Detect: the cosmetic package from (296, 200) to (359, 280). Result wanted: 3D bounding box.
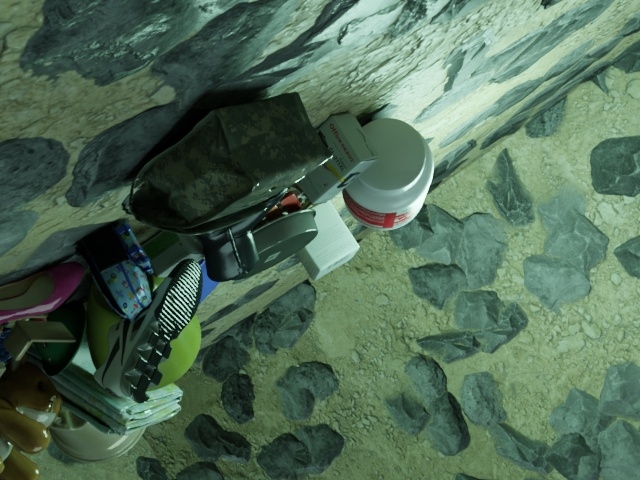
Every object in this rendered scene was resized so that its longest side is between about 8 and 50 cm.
[{"bbox_3d":[0.000,0.000,2.595,0.151,0.183,0.151,-30,170,-15],"label":"cosmetic package"}]

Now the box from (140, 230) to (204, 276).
[{"bbox_3d":[-0.331,0.022,1.898,0.101,0.087,0.102,-34,171,12],"label":"box"}]

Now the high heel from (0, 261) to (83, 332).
[{"bbox_3d":[-0.569,0.095,1.592,0.244,0.082,0.117,-29,155,-17],"label":"high heel"}]

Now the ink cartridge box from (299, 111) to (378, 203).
[{"bbox_3d":[0.024,-0.183,1.858,0.072,0.127,0.175,-17,163,-49],"label":"ink cartridge box"}]

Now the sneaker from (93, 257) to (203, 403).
[{"bbox_3d":[-0.367,0.169,1.753,0.330,0.146,0.122,-63,146,-28],"label":"sneaker"}]

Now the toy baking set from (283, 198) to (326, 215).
[{"bbox_3d":[-0.061,-0.073,2.228,0.197,0.030,0.256,-35,-169,-25],"label":"toy baking set"}]

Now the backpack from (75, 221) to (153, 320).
[{"bbox_3d":[-0.392,0.068,1.666,0.117,0.173,0.158,-30,170,-13],"label":"backpack"}]

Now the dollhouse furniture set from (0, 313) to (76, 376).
[{"bbox_3d":[-0.619,0.210,1.704,0.151,0.144,0.123,-52,155,12],"label":"dollhouse furniture set"}]

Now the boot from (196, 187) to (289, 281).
[{"bbox_3d":[-0.168,-0.029,1.886,0.246,0.094,0.207,-34,147,-16],"label":"boot"}]

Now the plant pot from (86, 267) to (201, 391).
[{"bbox_3d":[-0.433,0.174,1.949,0.275,0.275,0.293,-29,154,-16],"label":"plant pot"}]

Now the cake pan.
[{"bbox_3d":[-0.129,0.017,2.100,0.293,0.054,0.293,-28,170,-5],"label":"cake pan"}]

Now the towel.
[{"bbox_3d":[-0.561,0.353,2.111,0.090,0.374,0.320,-63,164,8],"label":"towel"}]

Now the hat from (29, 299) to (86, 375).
[{"bbox_3d":[-0.640,0.185,1.858,0.183,0.173,0.208,25,106,-40],"label":"hat"}]

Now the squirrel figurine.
[{"bbox_3d":[-0.762,0.383,1.795,0.370,0.397,0.281,-68,173,-54],"label":"squirrel figurine"}]

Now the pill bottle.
[{"bbox_3d":[0.162,-0.166,2.090,0.229,0.229,0.407,-32,171,-2],"label":"pill bottle"}]

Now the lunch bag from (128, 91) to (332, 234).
[{"bbox_3d":[-0.168,-0.116,1.464,0.287,0.169,0.235,-29,178,37],"label":"lunch bag"}]

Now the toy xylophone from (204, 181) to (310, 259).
[{"bbox_3d":[-0.160,-0.057,2.070,0.323,0.081,0.236,-33,172,7],"label":"toy xylophone"}]

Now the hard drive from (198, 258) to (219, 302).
[{"bbox_3d":[-0.356,0.134,2.257,0.318,0.040,0.210,-47,164,-2],"label":"hard drive"}]

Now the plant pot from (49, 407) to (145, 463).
[{"bbox_3d":[-0.720,0.495,2.562,0.334,0.334,0.305,-30,161,-9],"label":"plant pot"}]

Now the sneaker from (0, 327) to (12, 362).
[{"bbox_3d":[-0.741,0.256,1.758,0.232,0.081,0.090,-29,-165,-37],"label":"sneaker"}]
